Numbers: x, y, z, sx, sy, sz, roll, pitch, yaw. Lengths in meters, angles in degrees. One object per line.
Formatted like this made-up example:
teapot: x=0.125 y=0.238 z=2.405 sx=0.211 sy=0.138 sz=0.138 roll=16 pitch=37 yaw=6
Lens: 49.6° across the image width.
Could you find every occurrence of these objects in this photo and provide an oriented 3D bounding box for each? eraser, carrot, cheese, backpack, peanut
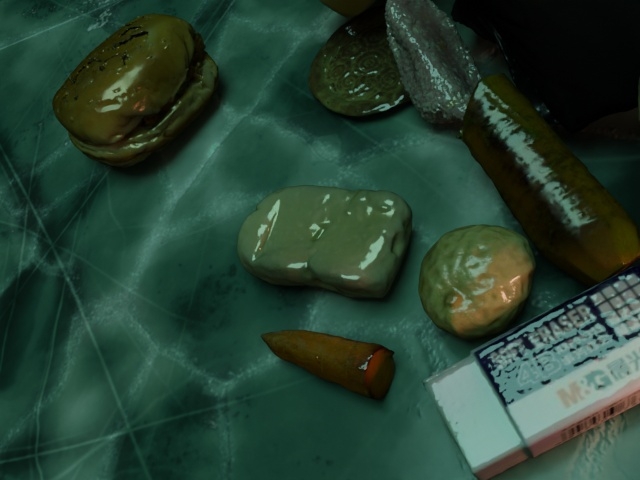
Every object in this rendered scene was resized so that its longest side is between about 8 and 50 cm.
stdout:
eraser: x=0.276 y=0.157 z=0.802 sx=0.287 sy=0.086 sz=0.130 roll=-31 pitch=54 yaw=5
carrot: x=0.281 y=-0.077 z=0.886 sx=0.114 sy=0.114 sz=0.302 roll=-34 pitch=69 yaw=3
cheese: x=0.001 y=0.001 z=1.021 sx=0.263 sy=0.093 sz=0.159 roll=8 pitch=62 yaw=30
backpack: x=0.299 y=-0.370 z=0.959 sx=0.255 sy=0.363 sz=0.446 roll=-27 pitch=37 yaw=18
carrot: x=-0.003 y=0.156 z=0.945 sx=0.205 sy=0.072 sz=0.072 roll=11 pitch=66 yaw=32
peanut: x=0.197 y=0.051 z=0.887 sx=0.140 sy=0.109 sz=0.159 roll=1 pitch=57 yaw=41

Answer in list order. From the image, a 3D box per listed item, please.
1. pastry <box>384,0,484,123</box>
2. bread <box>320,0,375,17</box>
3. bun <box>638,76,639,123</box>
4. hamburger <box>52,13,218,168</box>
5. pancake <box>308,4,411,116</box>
pastry: x=0.180 y=-0.268 z=1.072 sx=0.103 sy=0.112 sz=0.265 roll=-14 pitch=61 yaw=-21
bread: x=0.080 y=-0.598 z=1.174 sx=0.245 sy=0.329 sz=0.424 roll=21 pitch=83 yaw=5
bun: x=0.503 y=-0.127 z=0.746 sx=0.352 sy=0.227 sz=0.349 roll=23 pitch=83 yaw=-7
hamburger: x=-0.361 y=-0.288 z=1.319 sx=0.284 sy=0.174 sz=0.304 roll=20 pitch=64 yaw=45
pancake: x=0.091 y=-0.313 z=1.202 sx=0.250 sy=0.031 sz=0.250 roll=-11 pitch=59 yaw=19
